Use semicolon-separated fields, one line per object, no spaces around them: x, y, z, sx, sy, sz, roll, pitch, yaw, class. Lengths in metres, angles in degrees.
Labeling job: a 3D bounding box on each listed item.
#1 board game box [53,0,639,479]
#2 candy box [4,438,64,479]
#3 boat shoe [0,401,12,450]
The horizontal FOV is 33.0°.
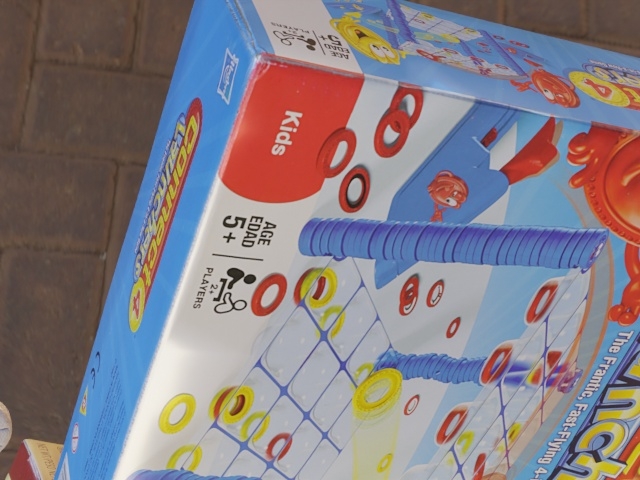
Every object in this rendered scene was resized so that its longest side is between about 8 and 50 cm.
0.055;0.056;0.507;0.302;0.086;0.308;7;123;-23;board game box
-0.062;0.248;0.771;0.316;0.183;0.087;17;106;-34;candy box
-0.595;0.251;1.469;0.335;0.119;0.121;-3;103;-17;boat shoe
